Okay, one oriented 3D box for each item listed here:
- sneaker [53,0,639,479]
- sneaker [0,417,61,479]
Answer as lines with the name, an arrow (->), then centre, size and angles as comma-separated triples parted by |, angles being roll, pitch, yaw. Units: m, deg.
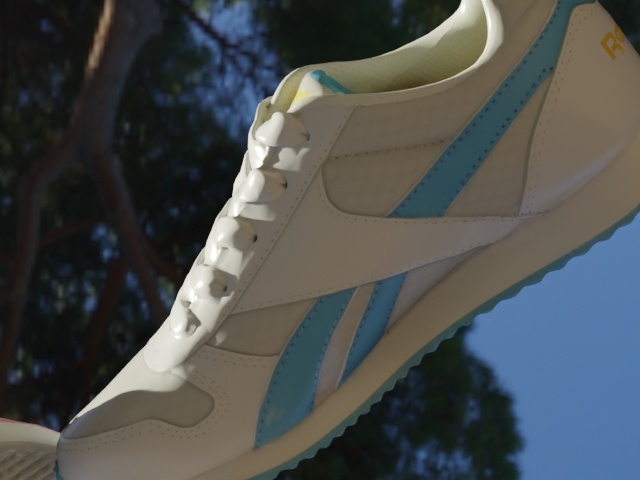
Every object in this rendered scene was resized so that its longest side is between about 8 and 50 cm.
sneaker -> 0.000, 0.000, 0.551 | 0.228, 0.092, 0.087 | -38, -165, 5
sneaker -> -0.136, 0.066, 0.584 | 0.134, 0.051, 0.070 | 14, -159, -41
